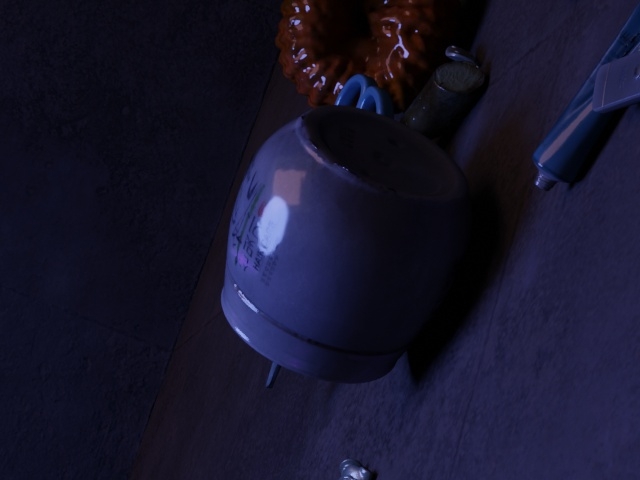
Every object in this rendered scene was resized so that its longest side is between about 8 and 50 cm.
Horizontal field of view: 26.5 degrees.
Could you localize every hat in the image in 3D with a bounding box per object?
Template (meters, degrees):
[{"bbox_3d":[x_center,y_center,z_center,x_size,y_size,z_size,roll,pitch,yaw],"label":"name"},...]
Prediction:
[{"bbox_3d":[0.097,-0.299,2.078,0.285,0.285,0.400,-67,-15,0],"label":"hat"}]

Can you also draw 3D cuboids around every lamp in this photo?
[{"bbox_3d":[0.153,-0.182,1.889,0.198,0.050,0.056,-61,12,25],"label":"lamp"}]

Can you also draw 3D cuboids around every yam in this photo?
[{"bbox_3d":[0.161,-0.180,1.820,0.146,0.069,0.070,124,164,-48],"label":"yam"}]

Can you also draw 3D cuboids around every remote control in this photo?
[{"bbox_3d":[0.310,-0.154,1.220,0.184,0.027,0.050,-17,60,64],"label":"remote control"}]

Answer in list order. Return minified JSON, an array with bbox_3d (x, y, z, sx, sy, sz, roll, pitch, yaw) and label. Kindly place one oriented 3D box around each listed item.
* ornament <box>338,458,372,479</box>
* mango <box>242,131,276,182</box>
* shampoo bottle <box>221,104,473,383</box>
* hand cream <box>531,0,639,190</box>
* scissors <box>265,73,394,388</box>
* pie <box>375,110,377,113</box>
[{"bbox_3d":[0.034,0.293,1.579,0.068,0.041,0.092,-61,3,1],"label":"ornament"},{"bbox_3d":[-0.041,-0.107,2.368,0.316,0.146,0.193,-172,98,-71],"label":"mango"},{"bbox_3d":[0.027,0.005,1.577,0.273,0.273,0.266,-92,24,-63],"label":"shampoo bottle"},{"bbox_3d":[0.278,-0.145,1.337,0.224,0.048,0.083,-59,16,15],"label":"hand cream"},{"bbox_3d":[0.000,0.000,1.802,0.192,0.029,0.447,-125,51,-64],"label":"scissors"},{"bbox_3d":[0.053,-0.030,1.849,0.308,0.085,0.308,-173,90,-70],"label":"pie"}]
